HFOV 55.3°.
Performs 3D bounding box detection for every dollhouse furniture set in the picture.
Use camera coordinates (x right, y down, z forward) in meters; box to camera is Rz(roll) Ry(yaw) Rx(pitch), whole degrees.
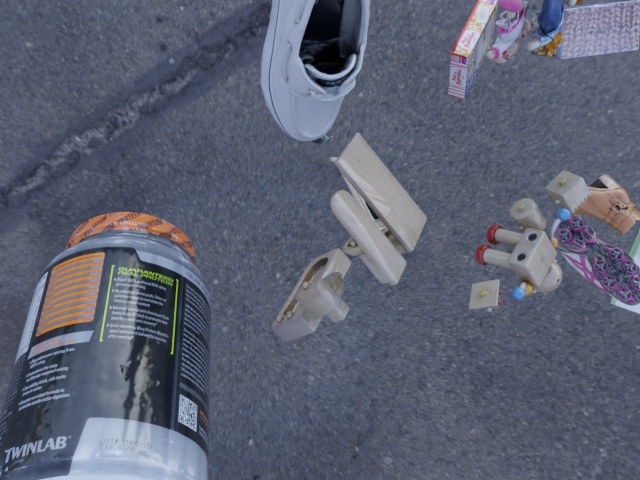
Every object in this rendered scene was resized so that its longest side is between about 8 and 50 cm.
[{"bbox_3d":[0.000,0.000,0.647,0.123,0.151,0.144,49,44,-17],"label":"dollhouse furniture set"}]

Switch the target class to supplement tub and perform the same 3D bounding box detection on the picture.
[{"bbox_3d":[-0.211,0.131,0.632,0.193,0.194,0.316,-1,46,-7],"label":"supplement tub"}]

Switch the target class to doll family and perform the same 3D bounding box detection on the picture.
[{"bbox_3d":[0.355,-0.365,0.912,0.118,0.163,0.263,28,81,20],"label":"doll family"}]

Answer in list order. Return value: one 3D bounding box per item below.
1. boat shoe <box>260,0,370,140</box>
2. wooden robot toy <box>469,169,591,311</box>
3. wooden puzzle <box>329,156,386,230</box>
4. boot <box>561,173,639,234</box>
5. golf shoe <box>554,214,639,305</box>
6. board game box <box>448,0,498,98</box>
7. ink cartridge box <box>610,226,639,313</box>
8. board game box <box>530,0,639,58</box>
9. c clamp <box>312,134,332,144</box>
[{"bbox_3d":[0.002,-0.185,0.610,0.096,0.268,0.088,-14,58,-20],"label":"boat shoe"},{"bbox_3d":[0.216,0.017,0.622,0.079,0.076,0.173,43,75,-34],"label":"wooden robot toy"},{"bbox_3d":[0.138,-0.138,1.669,0.044,0.221,0.239,-35,82,26],"label":"wooden puzzle"},{"bbox_3d":[0.725,-0.072,1.573,0.197,0.073,0.152,-32,74,-12],"label":"boot"},{"bbox_3d":[0.470,0.037,1.032,0.067,0.086,0.186,-37,62,1],"label":"golf shoe"},{"bbox_3d":[0.363,-0.459,1.450,0.045,0.147,0.194,22,68,18],"label":"board game box"},{"bbox_3d":[0.681,0.079,1.115,0.235,0.056,0.171,22,110,26],"label":"ink cartridge box"},{"bbox_3d":[0.820,-0.663,1.919,0.231,0.291,0.141,-6,109,3],"label":"board game box"},{"bbox_3d":[-0.040,-0.292,1.558,0.160,0.137,0.022,33,83,0],"label":"c clamp"}]
